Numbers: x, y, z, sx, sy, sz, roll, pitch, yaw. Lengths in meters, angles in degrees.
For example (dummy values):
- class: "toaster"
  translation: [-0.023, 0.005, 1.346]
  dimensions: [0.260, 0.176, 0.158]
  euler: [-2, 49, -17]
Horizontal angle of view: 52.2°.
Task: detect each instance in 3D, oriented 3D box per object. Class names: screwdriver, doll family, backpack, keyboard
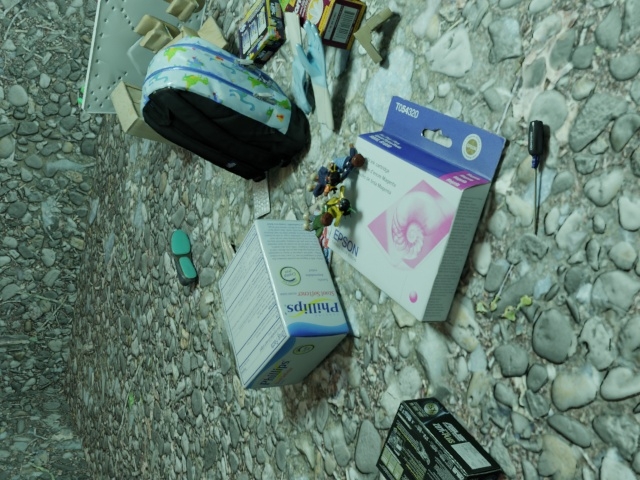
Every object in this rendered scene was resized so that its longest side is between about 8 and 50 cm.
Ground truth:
- class: "screwdriver"
  translation: [0.314, -0.093, 0.967]
  dimensions: [0.025, 0.024, 0.170]
  euler: [7, 96, 28]
- class: "doll family"
  translation: [0.027, -0.097, 1.252]
  dimensions: [0.111, 0.076, 0.193]
  euler: [171, 105, -65]
- class: "backpack"
  translation: [-0.248, -0.310, 1.547]
  dimensions: [0.290, 0.355, 0.273]
  euler: [-23, 65, 52]
- class: "keyboard"
  translation: [-0.162, -0.190, 1.725]
  dimensions: [0.072, 0.014, 0.256]
  euler: [-24, 68, 55]

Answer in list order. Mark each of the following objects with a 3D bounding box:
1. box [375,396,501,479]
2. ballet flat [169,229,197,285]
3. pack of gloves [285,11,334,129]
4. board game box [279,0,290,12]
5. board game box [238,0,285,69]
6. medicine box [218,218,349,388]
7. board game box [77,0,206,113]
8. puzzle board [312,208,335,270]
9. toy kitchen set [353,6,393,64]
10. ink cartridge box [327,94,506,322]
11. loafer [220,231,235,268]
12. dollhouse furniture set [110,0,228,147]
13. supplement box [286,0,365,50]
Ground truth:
- class: "box"
  translation: [0.188, 0.372, 1.073]
  dimensions: [0.180, 0.077, 0.147]
  euler: [43, 123, 50]
- class: "ballet flat"
  translation: [-0.448, 0.061, 2.105]
  dimensions: [0.074, 0.074, 0.203]
  euler: [-54, 47, 41]
- class: "pack of gloves"
  translation: [-0.041, -0.372, 1.437]
  dimensions: [0.195, 0.046, 0.232]
  euler: [-137, 34, -56]
- class: "board game box"
  translation: [-0.044, -0.639, 1.548]
  dimensions: [0.181, 0.043, 0.092]
  euler: [-52, 46, 42]
- class: "board game box"
  translation: [-0.156, -0.547, 1.714]
  dimensions: [0.170, 0.048, 0.141]
  euler: [-28, 62, 54]
- class: "medicine box"
  translation: [-0.094, 0.143, 1.457]
  dimensions: [0.263, 0.149, 0.289]
  euler: [-53, 47, 46]
- class: "board game box"
  translation: [-0.550, -0.586, 2.025]
  dimensions: [0.050, 0.390, 0.390]
  euler: [31, 115, 29]
- class: "puzzle board"
  translation: [0.000, 0.000, 1.459]
  dimensions: [0.096, 0.011, 0.128]
  euler: [20, 104, 56]
- class: "toy kitchen set"
  translation: [0.120, -0.404, 1.294]
  dimensions: [0.083, 0.075, 0.068]
  euler: [-36, 9, 13]
- class: "ink cartridge box"
  translation: [0.151, -0.072, 1.178]
  dimensions: [0.324, 0.071, 0.330]
  euler: [39, 121, 52]
- class: "loafer"
  translation: [-0.254, 0.027, 1.839]
  dimensions: [0.045, 0.039, 0.125]
  euler: [81, 173, -57]
- class: "dollhouse furniture set"
  translation: [-0.395, -0.475, 1.954]
  dimensions: [0.394, 0.256, 0.362]
  euler: [-41, 63, 27]
- class: "supplement box"
  translation: [0.008, -0.502, 1.421]
  dimensions: [0.188, 0.081, 0.104]
  euler: [55, 132, 44]
